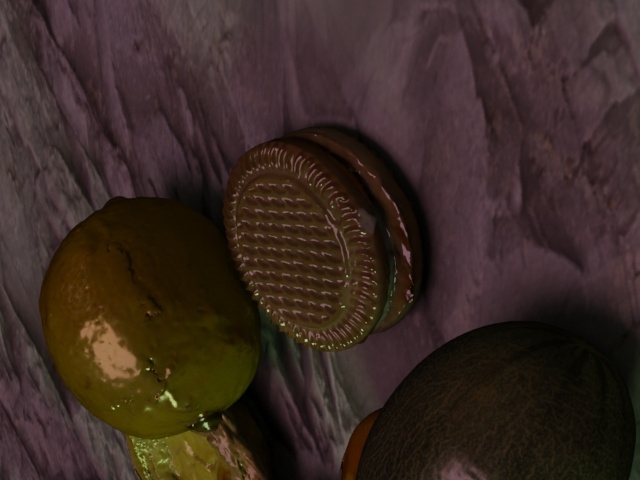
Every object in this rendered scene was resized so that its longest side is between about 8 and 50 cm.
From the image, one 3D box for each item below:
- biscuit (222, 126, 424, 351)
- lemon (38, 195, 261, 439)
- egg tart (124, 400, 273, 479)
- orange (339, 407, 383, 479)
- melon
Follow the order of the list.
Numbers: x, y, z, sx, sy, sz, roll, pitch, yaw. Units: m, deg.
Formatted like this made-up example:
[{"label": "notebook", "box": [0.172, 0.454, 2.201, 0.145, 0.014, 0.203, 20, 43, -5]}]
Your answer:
[{"label": "biscuit", "box": [0.000, 0.000, 1.570, 0.259, 0.079, 0.259, 25, 128, 38]}, {"label": "lemon", "box": [-0.199, 0.087, 1.704, 0.260, 0.260, 0.284, -10, 99, 50]}, {"label": "egg tart", "box": [-0.145, 0.284, 1.883, 0.279, 0.095, 0.279, 29, 136, 33]}, {"label": "orange", "box": [0.090, 0.254, 1.570, 0.154, 0.134, 0.155, 28, 127, 44]}, {"label": "melon", "box": [0.165, 0.213, 1.378, 0.237, 0.237, 0.302, 43, 114, 22]}]
